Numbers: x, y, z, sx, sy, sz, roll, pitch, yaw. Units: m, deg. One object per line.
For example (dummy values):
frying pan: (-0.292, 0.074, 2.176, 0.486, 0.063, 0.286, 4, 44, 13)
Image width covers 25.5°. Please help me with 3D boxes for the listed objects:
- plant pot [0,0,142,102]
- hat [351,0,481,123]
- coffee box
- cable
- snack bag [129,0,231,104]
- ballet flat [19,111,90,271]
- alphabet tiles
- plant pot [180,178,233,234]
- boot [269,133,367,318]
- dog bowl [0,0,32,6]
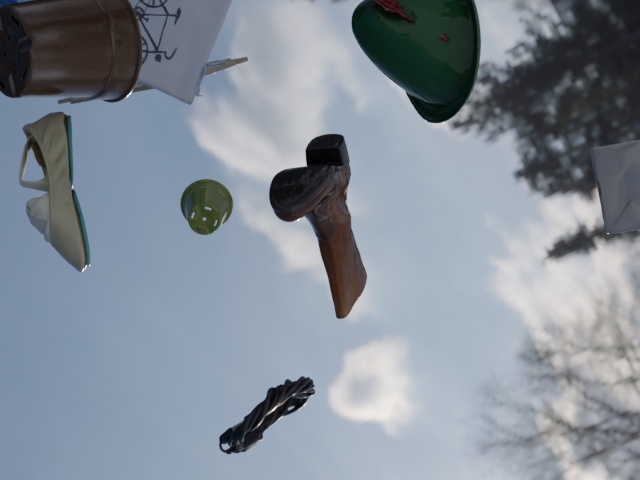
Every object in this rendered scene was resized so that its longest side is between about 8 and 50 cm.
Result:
plant pot: (-0.359, -0.264, 1.941, 0.165, 0.167, 0.167, -13, -105, -40)
hat: (0.049, -0.229, 1.543, 0.183, 0.173, 0.208, -1, -126, -27)
coffee box: (0.520, -0.090, 2.314, 0.246, 0.098, 0.141, -6, -94, -69)
cable: (-0.076, 0.259, 2.205, 0.184, 0.150, 0.047, -28, -111, -41)
snack bag: (-0.289, -0.424, 2.246, 0.342, 0.323, 0.037, 22, 180, -25)
ballet flat: (-0.363, -0.064, 1.908, 0.086, 0.086, 0.248, 33, -144, -51)
alphabet tiles: (-0.299, -0.289, 2.558, 0.342, 0.285, 0.011, -39, -61, -67)
plant pot: (-0.178, -0.044, 2.198, 0.083, 0.083, 0.079, 56, -170, -18)
boot: (0.000, 0.000, 2.317, 0.264, 0.096, 0.280, -67, -29, -63)
dog bowl: (-0.493, -0.380, 2.141, 0.074, 0.297, 0.166, 15, -155, -39)
